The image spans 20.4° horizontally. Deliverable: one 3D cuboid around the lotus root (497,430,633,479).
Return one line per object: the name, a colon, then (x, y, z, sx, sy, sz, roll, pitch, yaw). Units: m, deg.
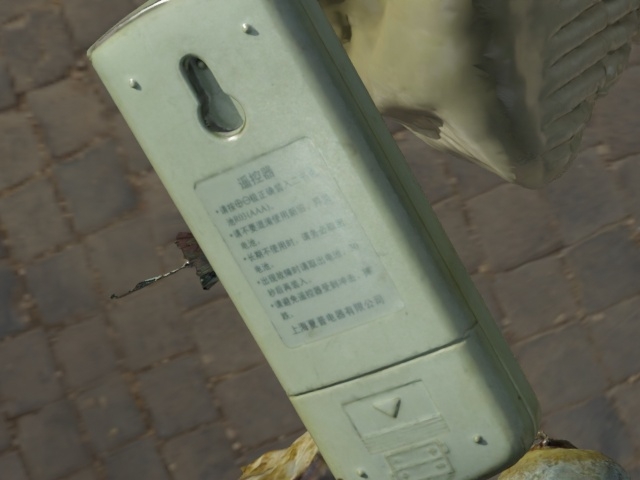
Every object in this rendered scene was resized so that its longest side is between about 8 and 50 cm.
lotus root: (0.117, 0.168, 0.842, 0.088, 0.088, 0.165, -8, 59, 18)

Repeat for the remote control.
remote control: (0.000, 0.000, 0.716, 0.098, 0.038, 0.233, -22, 106, 32)

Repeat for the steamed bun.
steamed bun: (0.072, -0.223, 1.044, 0.255, 0.342, 0.367, 9, 115, 29)

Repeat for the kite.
kite: (-0.108, 0.018, 1.522, 0.157, 0.139, 0.011, -24, 66, 0)

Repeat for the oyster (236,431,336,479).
oyster: (-0.079, 0.216, 1.205, 0.396, 0.204, 0.111, -35, 110, -20)
